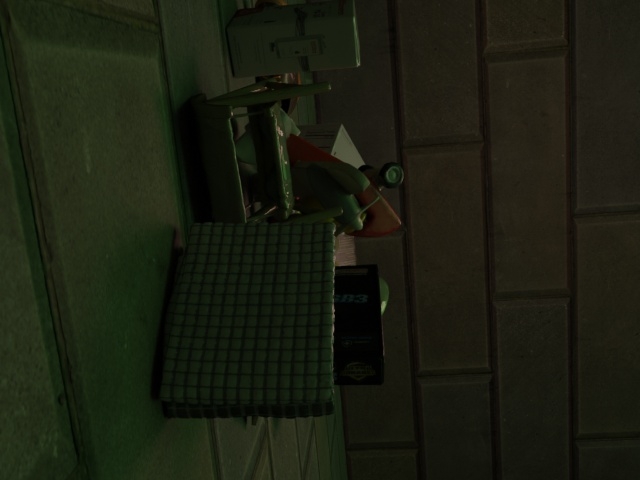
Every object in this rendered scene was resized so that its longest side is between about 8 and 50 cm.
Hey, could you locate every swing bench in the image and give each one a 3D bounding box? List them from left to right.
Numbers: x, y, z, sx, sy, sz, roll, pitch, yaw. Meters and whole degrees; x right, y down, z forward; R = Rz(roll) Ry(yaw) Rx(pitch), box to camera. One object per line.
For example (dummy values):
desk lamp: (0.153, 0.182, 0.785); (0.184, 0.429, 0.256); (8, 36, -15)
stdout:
swing bench: (-0.110, -0.137, 1.190); (0.255, 0.165, 0.253); (-25, 119, -42)

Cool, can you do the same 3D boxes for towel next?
towel: (-0.094, 0.111, 0.963); (0.121, 0.235, 0.283); (85, 5, -54)

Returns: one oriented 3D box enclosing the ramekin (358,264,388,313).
ramekin: (0.074, 0.212, 2.330); (0.148, 0.303, 0.303); (39, 28, -23)

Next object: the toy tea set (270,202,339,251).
toy tea set: (-0.085, 0.044, 1.812); (0.200, 0.124, 0.336); (48, 39, -17)

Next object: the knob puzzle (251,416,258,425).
knob puzzle: (-0.133, 0.256, 1.374); (0.213, 0.030, 0.213); (-175, -90, -80)

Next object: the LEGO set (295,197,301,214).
LEGO set: (-0.057, -0.054, 1.714); (0.107, 0.132, 0.286); (-39, -130, 41)

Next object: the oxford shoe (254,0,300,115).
oxford shoe: (-0.113, -0.474, 1.819); (0.363, 0.130, 0.132); (80, 14, -50)

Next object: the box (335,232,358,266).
box: (0.012, 0.147, 2.048); (0.143, 0.191, 0.381); (-9, 90, -51)

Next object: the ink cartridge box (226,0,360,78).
ink cartridge box: (-0.054, -0.467, 1.554); (0.207, 0.283, 0.117); (-86, 170, -60)

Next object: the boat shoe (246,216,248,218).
boat shoe: (-0.152, -0.025, 1.347); (0.075, 0.065, 0.206); (-88, 172, -46)

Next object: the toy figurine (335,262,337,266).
toy figurine: (-0.032, 0.241, 1.825); (0.191, 0.217, 0.362); (52, 36, -12)

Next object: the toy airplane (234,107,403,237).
toy airplane: (-0.033, -0.112, 1.487); (0.272, 0.385, 0.386); (-67, 160, -7)

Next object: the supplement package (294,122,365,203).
supplement package: (0.000, -0.180, 1.854); (0.262, 0.204, 0.145); (52, 48, -50)

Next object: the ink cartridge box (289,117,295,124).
ink cartridge box: (-0.107, -0.333, 2.217); (0.179, 0.045, 0.145); (39, 47, -86)

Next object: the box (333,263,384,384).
box: (-0.029, 0.154, 1.290); (0.293, 0.296, 0.073); (-84, 171, -58)
